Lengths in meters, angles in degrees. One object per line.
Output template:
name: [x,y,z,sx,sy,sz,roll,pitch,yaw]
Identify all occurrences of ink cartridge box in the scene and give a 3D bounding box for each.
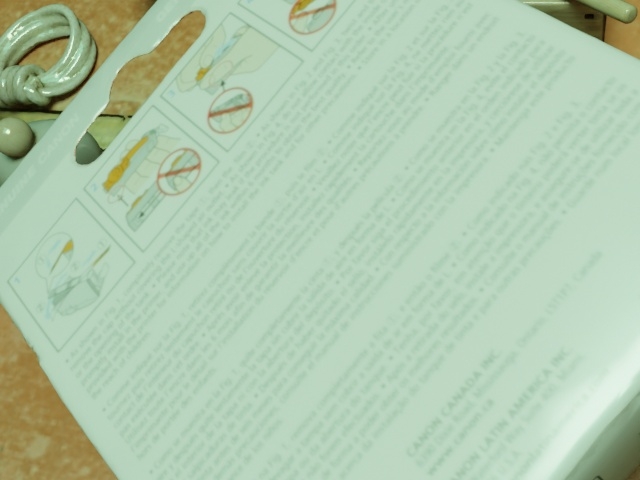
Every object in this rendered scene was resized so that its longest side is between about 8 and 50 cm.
ink cartridge box: [0.000,0.000,0.477,0.308,0.091,0.385,-50,54,0]

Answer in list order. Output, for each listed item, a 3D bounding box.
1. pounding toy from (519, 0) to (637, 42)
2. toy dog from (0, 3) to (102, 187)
pounding toy: [0.140,-0.174,0.575,0.130,0.100,0.141,5,69,19]
toy dog: [-0.337,-0.089,0.643,0.334,0.161,0.220,-14,65,10]
